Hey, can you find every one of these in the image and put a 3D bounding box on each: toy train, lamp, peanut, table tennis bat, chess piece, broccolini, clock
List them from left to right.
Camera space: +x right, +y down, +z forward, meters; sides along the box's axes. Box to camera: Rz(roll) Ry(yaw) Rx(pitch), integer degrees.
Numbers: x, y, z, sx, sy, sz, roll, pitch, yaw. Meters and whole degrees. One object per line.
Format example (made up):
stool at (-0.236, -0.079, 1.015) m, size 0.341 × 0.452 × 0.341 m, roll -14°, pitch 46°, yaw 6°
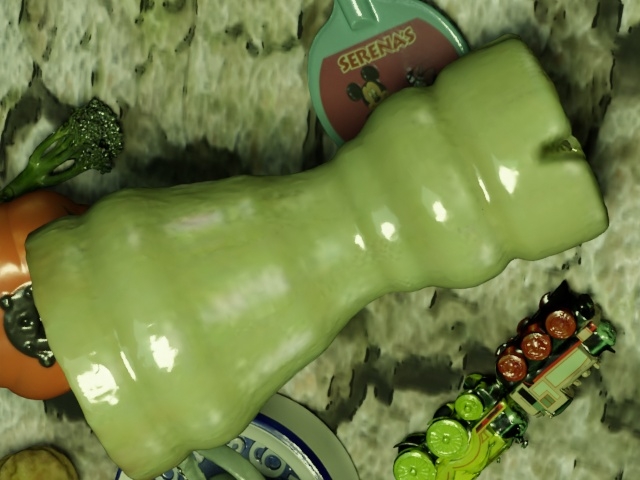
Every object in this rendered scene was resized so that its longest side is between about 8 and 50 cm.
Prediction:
peanut at (-0.308, 0.285, 1.918) m, size 0.108 × 0.095 × 0.226 m, roll 43°, pitch 119°, yaw 22°
broccolini at (-0.261, -0.050, 1.840) m, size 0.216 × 0.058 × 0.067 m, roll -40°, pitch 47°, yaw 32°
lamp at (-0.253, 0.046, 1.792) m, size 0.187 × 0.164 × 0.188 m, roll -2°, pitch 108°, yaw -7°
clock at (-0.076, 0.252, 1.829) m, size 0.230 × 0.083 × 0.230 m, roll 5°, pitch 105°, yaw 17°
chess piece at (0.000, 0.000, 1.600) m, size 0.442 × 0.234 × 0.234 m, roll -27°, pitch 94°, yaw 3°
table tennis bat at (0.045, -0.173, 1.692) m, size 0.153 × 0.040 × 0.244 m, roll -20°, pitch 101°, yaw 25°
toy train at (0.160, 0.140, 1.724) m, size 0.085 × 0.053 × 0.250 m, roll 41°, pitch 114°, yaw -3°

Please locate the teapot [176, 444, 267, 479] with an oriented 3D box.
teapot at (-0.085, 0.263, 1.714) m, size 0.149 × 0.162 × 0.239 m, roll 29°, pitch 139°, yaw 24°
